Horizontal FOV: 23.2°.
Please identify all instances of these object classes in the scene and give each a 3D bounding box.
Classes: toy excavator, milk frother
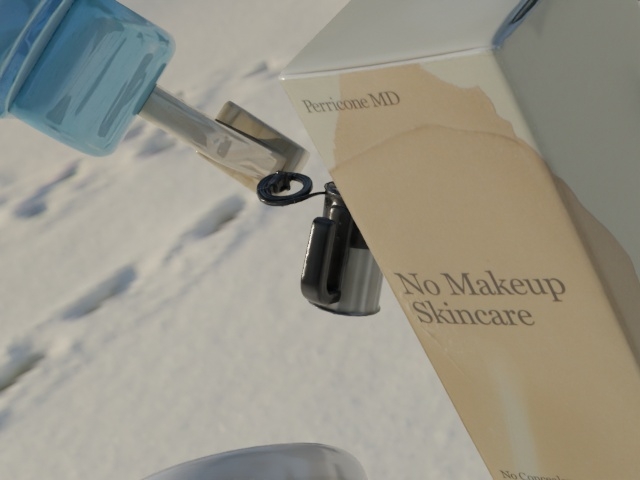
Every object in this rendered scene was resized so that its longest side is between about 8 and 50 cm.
[{"bbox_3d":[-0.226,-0.172,1.726,0.222,0.445,0.433,-56,1,4],"label":"toy excavator"},{"bbox_3d":[0.000,0.000,1.724,0.129,0.135,0.143,-4,20,-41],"label":"milk frother"}]

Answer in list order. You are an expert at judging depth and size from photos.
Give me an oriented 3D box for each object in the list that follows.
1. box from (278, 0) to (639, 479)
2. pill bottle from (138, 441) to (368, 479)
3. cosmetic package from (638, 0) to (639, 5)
[{"bbox_3d":[0.123,0.000,0.827,0.148,0.311,0.121,-3,36,44],"label":"box"},{"bbox_3d":[-0.023,0.362,1.047,0.229,0.229,0.407,-20,67,6],"label":"pill bottle"},{"bbox_3d":[0.154,-0.091,1.192,0.184,0.151,0.151,-2,15,29],"label":"cosmetic package"}]
